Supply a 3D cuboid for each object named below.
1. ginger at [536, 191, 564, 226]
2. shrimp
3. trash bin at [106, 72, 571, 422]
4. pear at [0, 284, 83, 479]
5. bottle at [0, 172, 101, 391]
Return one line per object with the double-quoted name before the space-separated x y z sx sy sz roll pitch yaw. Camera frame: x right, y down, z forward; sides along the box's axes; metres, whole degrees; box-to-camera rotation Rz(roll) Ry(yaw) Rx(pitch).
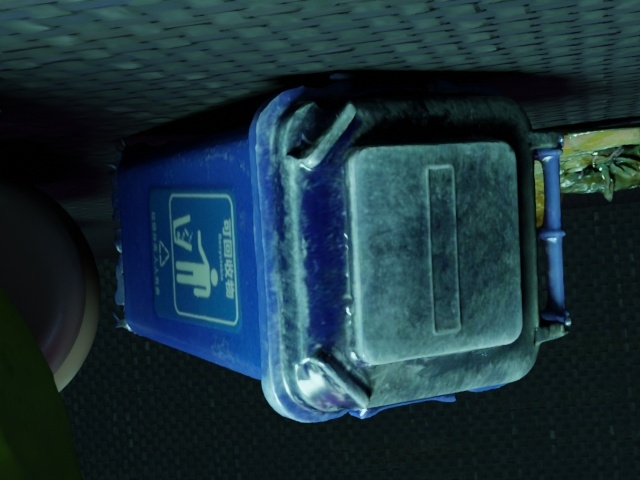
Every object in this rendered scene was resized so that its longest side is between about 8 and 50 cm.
"ginger" 0.162 -0.036 1.265 0.162 0.073 0.103 -5 178 4
"shrimp" 0.237 -0.066 1.009 0.217 0.051 0.150 0 169 -31
"trash bin" 0.000 0.000 0.699 0.184 0.162 0.234 -4 -177 -35
"pear" -0.264 0.123 0.504 0.391 0.391 0.391 -6 178 0
"bottle" -0.246 0.036 0.845 0.206 0.173 0.297 17 174 -11
